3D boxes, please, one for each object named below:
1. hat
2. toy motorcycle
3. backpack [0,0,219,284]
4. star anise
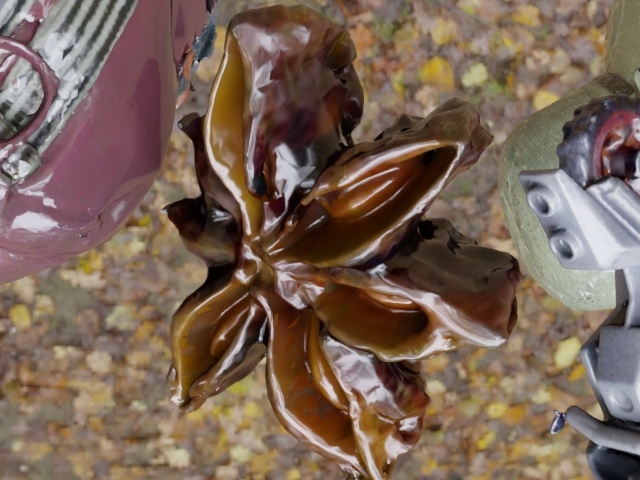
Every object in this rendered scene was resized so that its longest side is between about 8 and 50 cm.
[{"bbox_3d":[0.192,-0.027,0.819,0.130,0.257,0.257,-21,129,-1],"label":"hat"},{"bbox_3d":[0.154,0.040,0.593,0.122,0.080,0.215,-41,112,-28],"label":"toy motorcycle"},{"bbox_3d":[-0.183,-0.136,0.681,0.197,0.317,0.283,-32,126,32],"label":"backpack"},{"bbox_3d":[0.000,0.000,0.572,0.190,0.126,0.220,38,129,6],"label":"star anise"}]
